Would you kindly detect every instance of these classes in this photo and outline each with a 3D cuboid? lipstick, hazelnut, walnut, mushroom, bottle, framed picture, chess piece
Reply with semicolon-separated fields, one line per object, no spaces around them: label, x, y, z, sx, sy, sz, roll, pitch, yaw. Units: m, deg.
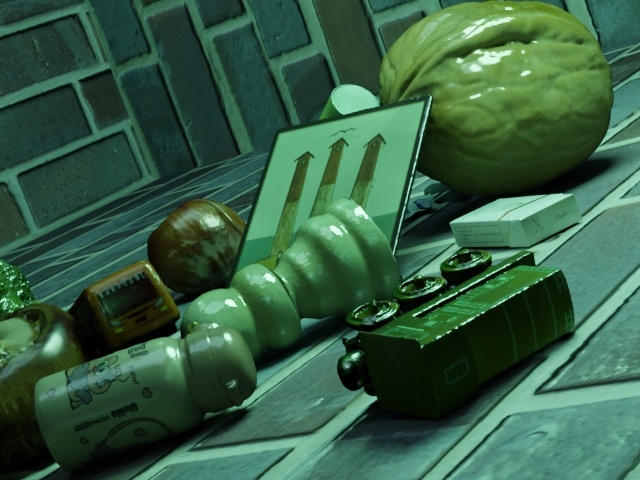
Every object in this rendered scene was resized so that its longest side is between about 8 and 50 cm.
lipstick;-0.002;-0.093;2.089;0.076;0.076;0.304;-27;-24;-37
hazelnut;-0.177;0.015;2.177;0.154;0.143;0.143;-33;14;-25
walnut;0.234;-0.192;1.995;0.313;0.277;0.252;-11;-15;-17
mushroom;-0.359;0.166;1.577;0.253;0.153;0.253;-19;12;4
bottle;-0.167;0.144;1.442;0.209;0.097;0.110;-19;42;2
framed picture;0.008;-0.041;1.853;0.244;0.013;0.324;-10;48;31
chess piece;-0.042;0.065;1.626;0.243;0.133;0.133;-31;12;-17

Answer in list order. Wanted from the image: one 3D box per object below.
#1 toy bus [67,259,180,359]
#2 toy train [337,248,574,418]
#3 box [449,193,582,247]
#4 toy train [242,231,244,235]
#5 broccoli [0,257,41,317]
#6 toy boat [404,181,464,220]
toy bus;-0.241;0.097;1.739;0.093;0.092;0.409;-27;-1;-16
toy train;0.123;0.076;1.284;0.225;0.090;0.137;-27;18;-34
box;0.232;-0.024;1.759;0.084;0.040;0.154;-22;10;-25
toy train;0.000;0.000;1.976;0.159;0.101;0.248;-7;13;21
broccoli;-0.489;0.128;1.850;0.321;0.304;0.283;-18;40;30
toy boat;0.154;-0.053;2.168;0.149;0.034;0.105;-32;11;4
